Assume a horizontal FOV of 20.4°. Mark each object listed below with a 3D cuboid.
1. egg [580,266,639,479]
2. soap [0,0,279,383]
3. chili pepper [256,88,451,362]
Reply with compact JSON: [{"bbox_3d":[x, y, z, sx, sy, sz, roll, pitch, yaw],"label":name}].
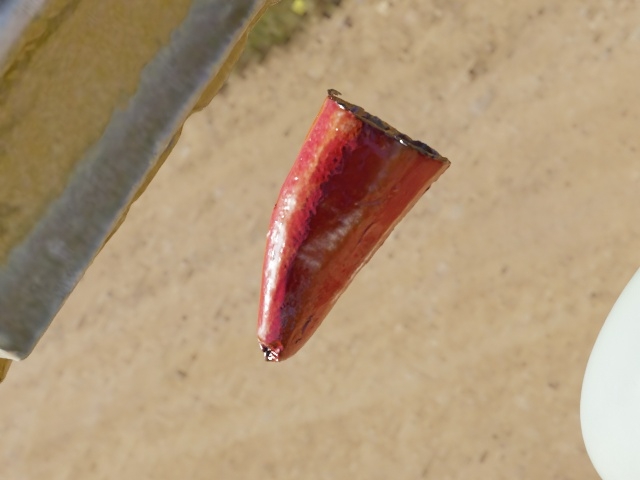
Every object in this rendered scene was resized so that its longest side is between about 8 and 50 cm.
[{"bbox_3d":[0.315,0.058,1.097,0.371,0.230,0.230,-41,32,35],"label":"egg"},{"bbox_3d":[-0.101,-0.096,0.677,0.281,0.143,0.259,-55,21,-14],"label":"soap"},{"bbox_3d":[0.004,0.002,1.094,0.169,0.088,0.065,-62,-6,11],"label":"chili pepper"}]
